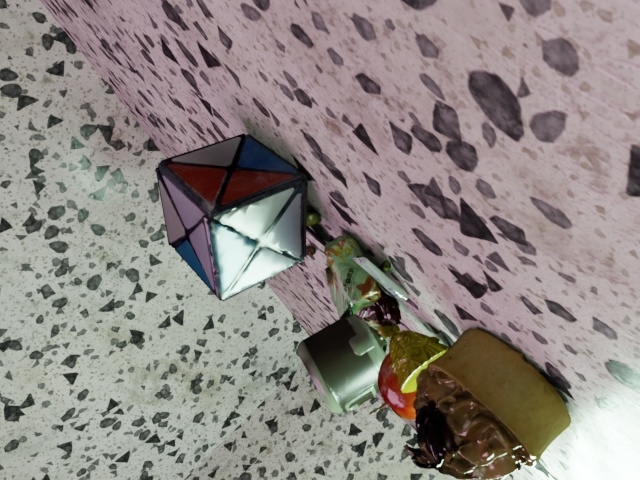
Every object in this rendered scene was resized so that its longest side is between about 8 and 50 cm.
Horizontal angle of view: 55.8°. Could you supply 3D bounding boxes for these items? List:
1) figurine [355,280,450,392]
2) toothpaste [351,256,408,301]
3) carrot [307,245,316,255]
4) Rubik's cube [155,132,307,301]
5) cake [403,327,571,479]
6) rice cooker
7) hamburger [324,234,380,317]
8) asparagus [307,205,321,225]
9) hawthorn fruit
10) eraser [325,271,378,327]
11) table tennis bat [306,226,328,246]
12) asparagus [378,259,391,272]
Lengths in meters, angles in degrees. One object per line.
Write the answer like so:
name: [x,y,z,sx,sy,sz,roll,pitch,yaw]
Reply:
figurine: [0.211,0.263,1.754,0.315,0.187,0.168,49,173,32]
toothpaste: [0.162,0.100,1.572,0.052,0.033,0.218,2,150,47]
carrot: [-0.047,0.036,2.168,0.036,0.035,0.165,49,170,-10]
Rubik's cube: [-0.233,-0.065,1.638,0.305,0.307,0.310,38,141,35]
cake: [0.344,0.411,1.377,0.332,0.321,0.332,45,170,10]
rice cooker: [0.110,0.465,2.311,0.335,0.325,0.335,59,173,12]
hamburger: [0.078,0.100,1.670,0.235,0.125,0.214,81,172,-68]
asparagus: [-0.129,-0.125,1.832,0.343,0.085,0.082,35,-173,36]
hawthorn fruit: [0.270,0.473,1.926,0.242,0.271,0.242,50,168,14]
eraser: [0.123,0.172,1.940,0.226,0.069,0.158,54,167,-29]
table tennis bat: [0.000,0.000,1.865,0.236,0.027,0.150,40,-179,8]
asparagus: [0.156,0.078,1.632,0.034,0.027,0.236,51,168,1]
